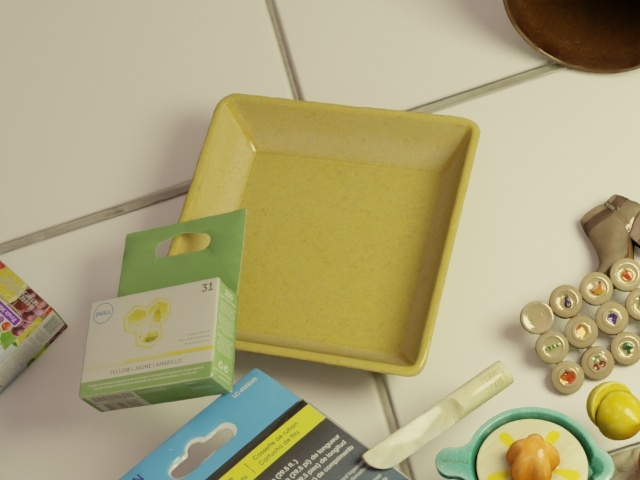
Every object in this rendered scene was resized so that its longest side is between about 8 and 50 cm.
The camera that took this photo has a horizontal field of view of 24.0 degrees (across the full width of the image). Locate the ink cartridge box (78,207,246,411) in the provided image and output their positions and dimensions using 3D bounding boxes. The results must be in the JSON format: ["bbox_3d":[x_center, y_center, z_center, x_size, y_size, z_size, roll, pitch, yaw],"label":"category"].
[{"bbox_3d":[-0.174,0.068,1.689,0.171,0.056,0.235,-11,58,23],"label":"ink cartridge box"}]

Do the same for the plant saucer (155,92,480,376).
[{"bbox_3d":[0.000,0.000,1.769,0.332,0.081,0.333,8,64,17],"label":"plant saucer"}]

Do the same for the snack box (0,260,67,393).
[{"bbox_3d":[-0.440,0.116,1.819,0.174,0.070,0.207,37,78,27],"label":"snack box"}]

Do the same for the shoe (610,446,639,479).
[{"bbox_3d":[0.325,0.311,1.527,0.058,0.076,0.219,-7,53,9],"label":"shoe"}]

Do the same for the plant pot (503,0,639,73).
[{"bbox_3d":[0.351,-0.358,1.821,0.215,0.215,0.230,9,51,18],"label":"plant pot"}]

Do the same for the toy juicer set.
[{"bbox_3d":[0.230,0.202,1.517,0.329,0.089,0.209,24,58,24],"label":"toy juicer set"}]

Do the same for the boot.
[{"bbox_3d":[0.326,0.003,1.715,0.118,0.042,0.087,-36,54,-8],"label":"boot"}]

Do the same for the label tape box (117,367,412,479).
[{"bbox_3d":[-0.026,0.321,1.548,0.347,0.115,0.249,33,55,29],"label":"label tape box"}]

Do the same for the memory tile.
[{"bbox_3d":[0.304,0.093,1.658,0.148,0.012,0.113,-25,83,0],"label":"memory tile"}]
